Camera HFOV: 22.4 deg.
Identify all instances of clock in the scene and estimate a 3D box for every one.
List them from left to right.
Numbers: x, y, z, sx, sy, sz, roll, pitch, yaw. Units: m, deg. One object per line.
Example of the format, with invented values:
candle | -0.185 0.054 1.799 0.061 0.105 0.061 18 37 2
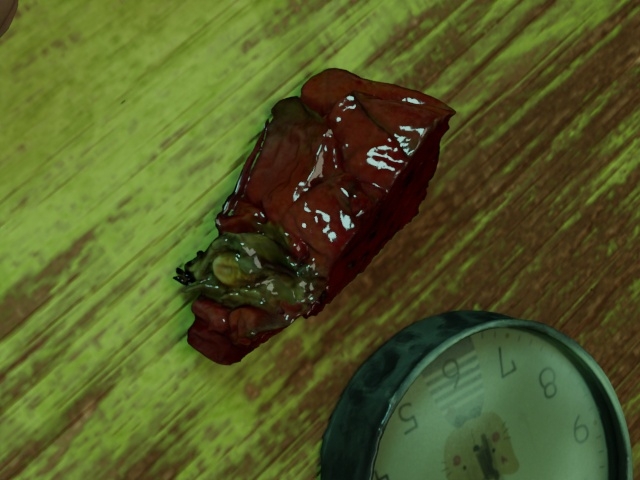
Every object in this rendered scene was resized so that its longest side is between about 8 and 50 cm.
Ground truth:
clock | 0.102 0.156 1.012 0.226 0.049 0.226 0 91 -33

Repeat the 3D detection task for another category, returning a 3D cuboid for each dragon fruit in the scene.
dragon fruit | -0.016 -0.012 0.933 0.092 0.122 0.192 34 72 12

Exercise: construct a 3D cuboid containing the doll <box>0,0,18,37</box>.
doll | -0.216 -0.176 0.730 0.211 0.093 0.262 -18 109 6
